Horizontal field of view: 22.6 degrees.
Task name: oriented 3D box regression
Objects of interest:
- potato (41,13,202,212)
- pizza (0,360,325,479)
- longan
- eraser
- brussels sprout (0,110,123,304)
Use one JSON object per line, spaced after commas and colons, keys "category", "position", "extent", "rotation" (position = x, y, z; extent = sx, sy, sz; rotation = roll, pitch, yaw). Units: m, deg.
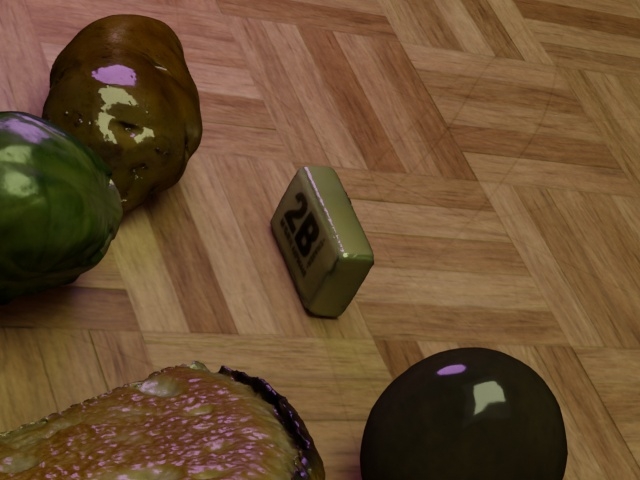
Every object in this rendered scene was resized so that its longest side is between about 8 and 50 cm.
{"category": "potato", "position": [-0.250, -0.187, 2.083], "extent": [0.196, 0.176, 0.369], "rotation": [-1, 35, 2]}
{"category": "pizza", "position": [-0.141, 0.231, 1.572], "extent": [0.392, 0.080, 0.435], "rotation": [9, 22, 44]}
{"category": "longan", "position": [0.171, 0.238, 1.833], "extent": [0.246, 0.246, 0.215], "rotation": [21, 25, -13]}
{"category": "eraser", "position": [0.000, 0.000, 2.066], "extent": [0.058, 0.117, 0.172], "rotation": [5, 43, -31]}
{"category": "brussels sprout", "position": [-0.337, -0.034, 1.795], "extent": [0.271, 0.219, 0.210], "rotation": [13, 53, -54]}
